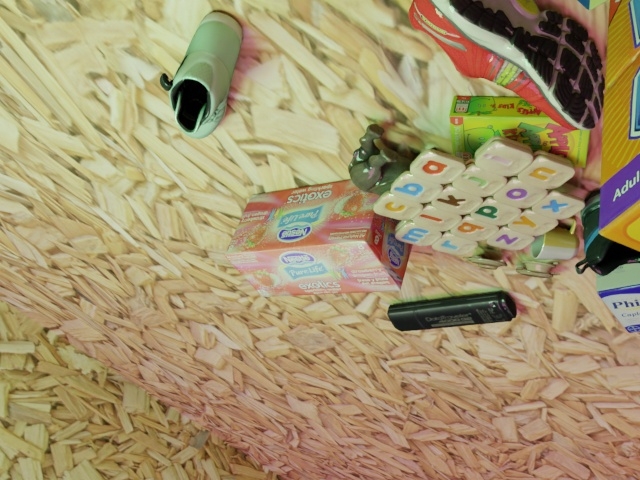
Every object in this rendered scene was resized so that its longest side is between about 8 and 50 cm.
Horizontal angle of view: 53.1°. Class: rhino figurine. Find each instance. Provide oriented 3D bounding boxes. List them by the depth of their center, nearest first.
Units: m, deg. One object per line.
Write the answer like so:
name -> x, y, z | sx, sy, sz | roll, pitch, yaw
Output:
rhino figurine -> 0.155, -0.091, 1.013 | 0.244, 0.073, 0.106 | 21, 143, -16

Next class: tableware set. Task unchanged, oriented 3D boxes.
tableware set -> 0.332, 0.042, 1.114 | 0.169, 0.020, 0.141 | 9, 175, 11

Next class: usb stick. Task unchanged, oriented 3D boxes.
usb stick -> 0.265, 0.149, 1.330 | 0.278, 0.045, 0.077 | -12, 129, 39

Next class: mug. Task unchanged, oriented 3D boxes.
mug -> 0.387, 0.002, 1.043 | 0.064, 0.062, 0.078 | 10, 154, 0

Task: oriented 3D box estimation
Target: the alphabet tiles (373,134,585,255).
alphabet tiles -> 0.235, -0.056, 0.965 | 0.278, 0.021, 0.284 | 13, 150, -18

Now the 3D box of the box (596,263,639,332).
box -> 0.549, 0.085, 1.068 | 0.126, 0.072, 0.137 | -18, 131, 42

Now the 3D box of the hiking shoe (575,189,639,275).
hiking shoe -> 0.514, -0.018, 0.881 | 0.304, 0.132, 0.113 | -16, 133, 41

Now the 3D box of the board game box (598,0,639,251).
board game box -> 0.482, -0.162, 0.486 | 0.357, 0.356, 0.356 | 22, 146, -5

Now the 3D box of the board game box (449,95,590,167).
board game box -> 0.276, -0.151, 0.891 | 0.182, 0.043, 0.092 | 5, 144, 20

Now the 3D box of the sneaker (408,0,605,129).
sneaker -> 0.229, -0.229, 0.781 | 0.279, 0.107, 0.118 | 34, 163, -16

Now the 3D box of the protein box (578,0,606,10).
protein box -> 0.215, -0.337, 0.489 | 0.200, 0.201, 0.136 | 32, 158, -18

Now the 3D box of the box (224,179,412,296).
box -> 0.000, 0.000, 1.150 | 0.300, 0.154, 0.142 | -5, 140, 34

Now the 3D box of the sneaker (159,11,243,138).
sneaker -> -0.195, -0.202, 0.958 | 0.094, 0.151, 0.256 | 23, 148, -8
